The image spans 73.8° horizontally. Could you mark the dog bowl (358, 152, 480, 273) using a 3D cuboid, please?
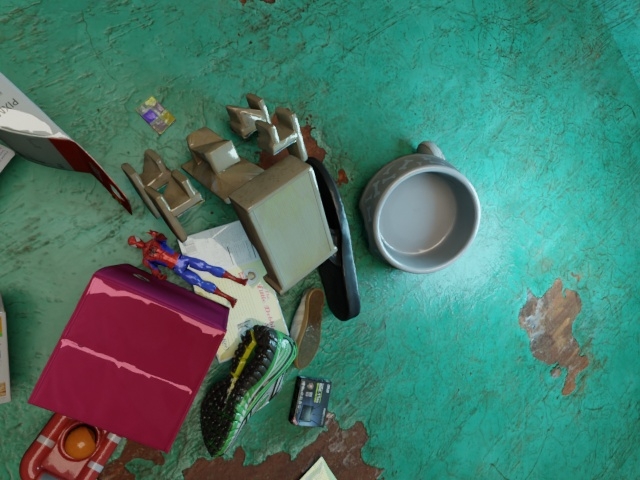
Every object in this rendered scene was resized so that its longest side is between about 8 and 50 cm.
[{"bbox_3d":[0.283,-0.064,1.192,0.349,0.102,0.348,-3,107,-8],"label":"dog bowl"}]

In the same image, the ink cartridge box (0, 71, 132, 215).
[{"bbox_3d":[-0.545,-0.178,0.831,0.091,0.308,0.385,-47,104,-18],"label":"ink cartridge box"}]

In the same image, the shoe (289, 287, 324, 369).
[{"bbox_3d":[-0.039,0.232,1.143,0.077,0.058,0.218,16,84,-40],"label":"shoe"}]

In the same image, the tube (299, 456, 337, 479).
[{"bbox_3d":[0.042,0.701,1.139,0.240,0.062,0.070,52,30,-6],"label":"tube"}]

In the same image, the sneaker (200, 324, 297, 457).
[{"bbox_3d":[-0.165,0.373,1.020,0.146,0.134,0.343,29,97,-42],"label":"sneaker"}]

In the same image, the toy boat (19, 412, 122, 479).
[{"bbox_3d":[-0.493,0.411,0.881,0.151,0.151,0.231,37,57,-16],"label":"toy boat"}]

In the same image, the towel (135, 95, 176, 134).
[{"bbox_3d":[-0.406,-0.310,1.053,0.083,0.009,0.060,47,73,-13],"label":"towel"}]

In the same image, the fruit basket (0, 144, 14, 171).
[{"bbox_3d":[-0.841,-0.126,0.785,0.353,0.165,0.326,31,66,-21],"label":"fruit basket"}]

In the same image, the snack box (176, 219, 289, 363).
[{"bbox_3d":[-0.217,0.121,1.071,0.187,0.060,0.321,-18,93,-19],"label":"snack box"}]

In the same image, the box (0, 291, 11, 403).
[{"bbox_3d":[-0.668,0.211,0.814,0.114,0.103,0.203,-4,112,-40],"label":"box"}]

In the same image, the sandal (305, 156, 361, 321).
[{"bbox_3d":[0.001,0.001,1.107,0.107,0.168,0.445,-15,93,-26],"label":"sandal"}]

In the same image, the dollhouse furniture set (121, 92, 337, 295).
[{"bbox_3d":[-0.171,-0.101,0.985,0.362,0.394,0.256,-38,138,-20],"label":"dollhouse furniture set"}]

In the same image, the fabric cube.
[{"bbox_3d":[-0.358,0.218,0.874,0.258,0.254,0.258,26,86,-9],"label":"fabric cube"}]

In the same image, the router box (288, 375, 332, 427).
[{"bbox_3d":[-0.027,0.430,1.138,0.092,0.038,0.122,14,81,-21],"label":"router box"}]

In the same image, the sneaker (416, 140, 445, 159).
[{"bbox_3d":[0.299,-0.177,1.273,0.111,0.103,0.252,5,84,-23],"label":"sneaker"}]

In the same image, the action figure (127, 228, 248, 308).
[{"bbox_3d":[-0.303,0.059,0.946,0.281,0.139,0.091,27,84,-7],"label":"action figure"}]
